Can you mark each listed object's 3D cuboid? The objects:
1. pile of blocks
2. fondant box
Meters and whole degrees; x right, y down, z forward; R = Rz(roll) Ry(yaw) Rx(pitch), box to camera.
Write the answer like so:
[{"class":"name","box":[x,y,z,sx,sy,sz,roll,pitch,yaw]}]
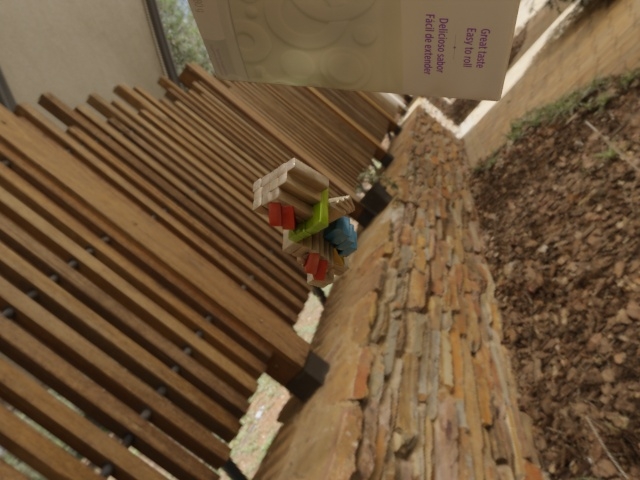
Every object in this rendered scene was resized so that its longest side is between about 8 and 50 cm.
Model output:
[{"class":"pile of blocks","box":[0.000,0.000,0.999,0.149,0.362,0.112,-10,58,18]},{"class":"fondant box","box":[0.027,-0.267,0.516,0.238,0.330,0.096,75,-154,-57]}]
